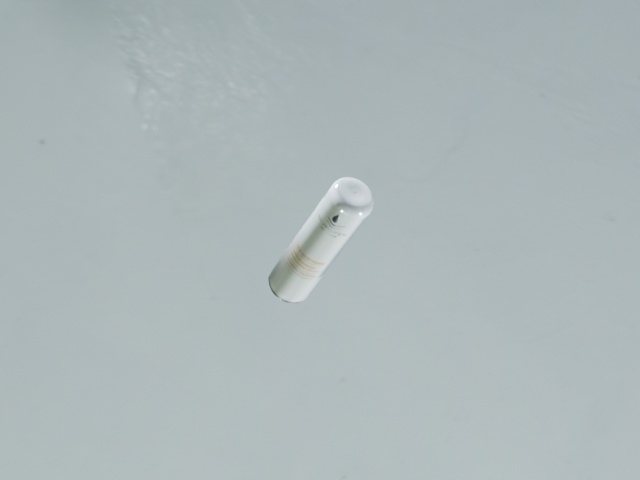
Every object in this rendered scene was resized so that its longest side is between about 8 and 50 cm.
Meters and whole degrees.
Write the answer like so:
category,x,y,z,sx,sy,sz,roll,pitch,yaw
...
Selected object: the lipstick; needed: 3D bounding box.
category,x,y,z,sx,sy,sz,roll,pitch,yaw
lipstick,0.000,0.000,1.304,0.040,0.040,0.141,47,138,11
